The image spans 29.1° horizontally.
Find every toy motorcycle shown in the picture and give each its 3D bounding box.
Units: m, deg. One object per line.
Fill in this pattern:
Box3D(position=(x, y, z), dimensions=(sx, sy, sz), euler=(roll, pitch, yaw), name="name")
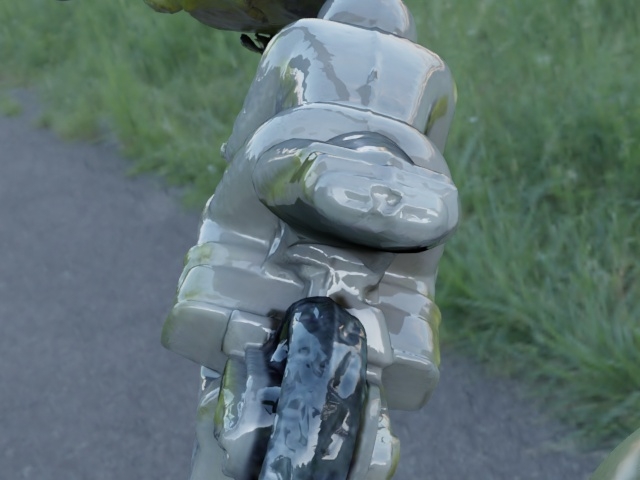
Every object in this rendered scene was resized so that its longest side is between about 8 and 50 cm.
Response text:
Box3D(position=(0.000, 0.000, 0.518), dimensions=(0.107, 0.223, 0.341), euler=(15, 7, -5), name="toy motorcycle")

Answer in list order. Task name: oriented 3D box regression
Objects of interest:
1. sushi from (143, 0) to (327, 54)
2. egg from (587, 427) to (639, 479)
Box3D(position=(-0.086, -0.230, 0.849), dimensions=(0.139, 0.291, 0.131), euler=(-1, 63, 42), name="sushi")
Box3D(position=(0.188, 0.186, 0.531), dimensions=(0.185, 0.242, 0.186), euler=(0, 10, 0), name="egg")
